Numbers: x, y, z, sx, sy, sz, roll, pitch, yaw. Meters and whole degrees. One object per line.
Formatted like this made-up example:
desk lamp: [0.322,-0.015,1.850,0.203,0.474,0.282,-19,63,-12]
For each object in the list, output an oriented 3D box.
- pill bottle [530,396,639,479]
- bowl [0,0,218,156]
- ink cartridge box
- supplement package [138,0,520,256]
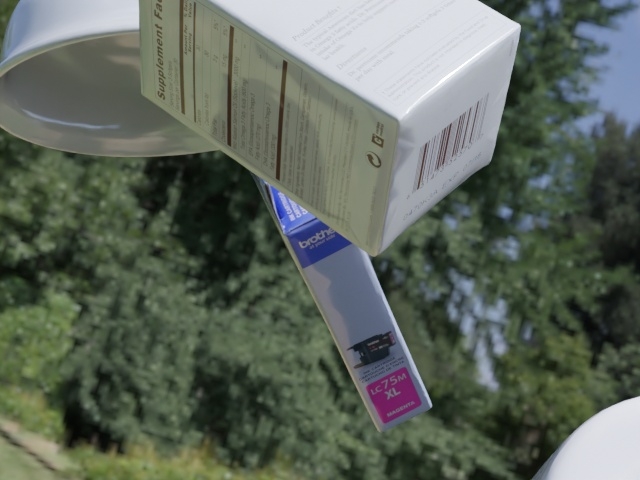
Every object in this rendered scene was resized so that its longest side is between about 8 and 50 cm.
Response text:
pill bottle: [0.163,0.207,0.777,0.161,0.161,0.283,17,-28,0]
bowl: [-0.143,-0.181,1.198,0.298,0.134,0.298,-4,-15,-1]
ink cartridge box: [0.000,0.000,1.158,0.311,0.065,0.185,62,1,-42]
supplement package: [0.000,-0.096,0.743,0.179,0.105,0.105,36,-35,24]
